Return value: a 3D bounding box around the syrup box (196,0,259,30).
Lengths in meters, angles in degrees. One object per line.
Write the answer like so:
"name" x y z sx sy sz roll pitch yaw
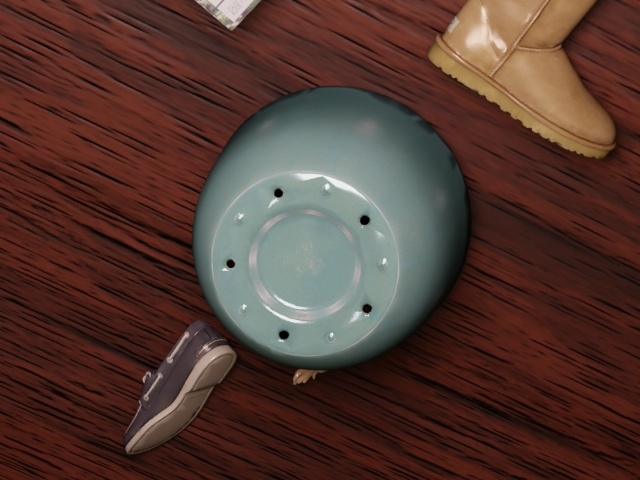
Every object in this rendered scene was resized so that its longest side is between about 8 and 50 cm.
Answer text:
"syrup box" -0.144 -0.326 1.451 0.237 0.096 0.093 39 111 -16

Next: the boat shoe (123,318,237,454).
"boat shoe" -0.176 0.175 1.751 0.206 0.075 0.065 -49 63 29

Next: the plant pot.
"plant pot" 0.000 0.000 1.497 0.293 0.235 0.293 2 102 9

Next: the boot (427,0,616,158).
"boot" 0.268 -0.240 1.485 0.236 0.089 0.269 29 114 -13

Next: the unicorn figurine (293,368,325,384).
"unicorn figurine" -0.007 0.086 1.689 0.111 0.060 0.162 -14 132 -6
